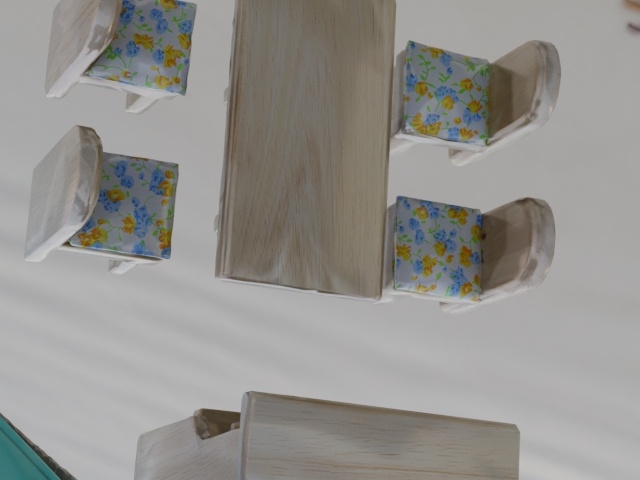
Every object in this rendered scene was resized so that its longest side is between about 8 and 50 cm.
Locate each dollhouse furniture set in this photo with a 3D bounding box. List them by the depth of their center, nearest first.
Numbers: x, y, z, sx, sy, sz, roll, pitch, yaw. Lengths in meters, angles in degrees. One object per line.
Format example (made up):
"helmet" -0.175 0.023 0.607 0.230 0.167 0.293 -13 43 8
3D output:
"dollhouse furniture set" 0.000 0.000 0.681 0.212 0.242 0.161 9 165 -21

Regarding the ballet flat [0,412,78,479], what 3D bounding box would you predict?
"ballet flat" -0.094 0.141 0.564 0.106 0.108 0.316 -22 118 36
